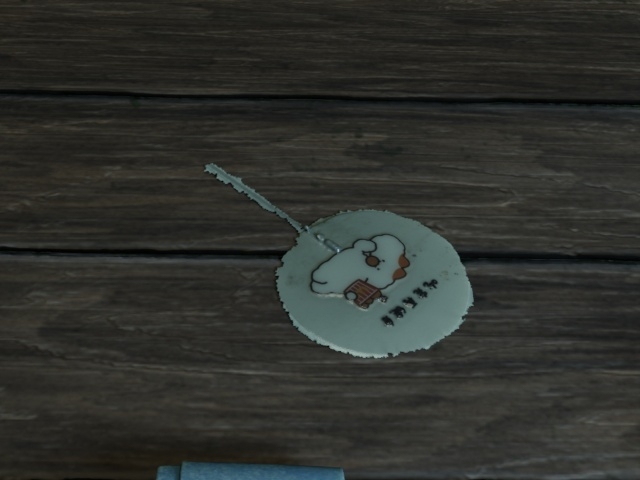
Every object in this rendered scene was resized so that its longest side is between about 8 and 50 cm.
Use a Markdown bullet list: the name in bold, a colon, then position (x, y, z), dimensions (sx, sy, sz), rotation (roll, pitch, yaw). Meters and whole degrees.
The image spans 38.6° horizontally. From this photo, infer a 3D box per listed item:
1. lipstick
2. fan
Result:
- **lipstick**: position (-0.119, 0.199, 0.675), dimensions (0.274, 0.061, 0.068), rotation (0, 48, -4)
- **fan**: position (0.000, -0.001, 0.909), dimensions (0.329, 0.009, 0.190), rotation (36, 54, 26)
